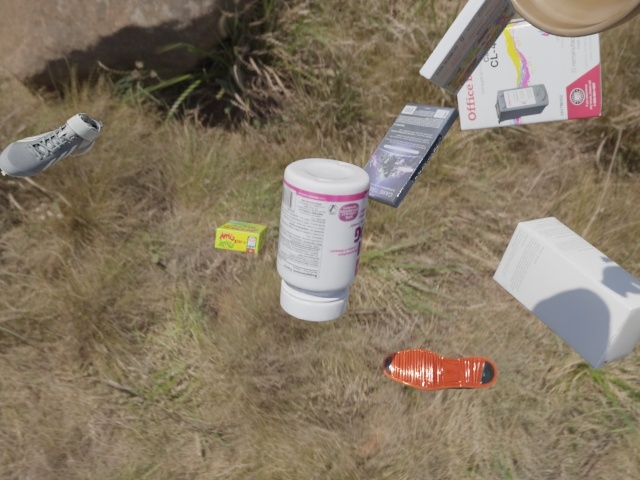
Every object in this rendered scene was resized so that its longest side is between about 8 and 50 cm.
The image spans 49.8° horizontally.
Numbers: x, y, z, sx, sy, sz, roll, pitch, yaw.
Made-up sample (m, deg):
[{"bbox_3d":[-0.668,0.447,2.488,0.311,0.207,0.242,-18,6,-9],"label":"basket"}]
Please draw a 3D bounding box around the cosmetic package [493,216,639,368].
[{"bbox_3d":[0.637,0.122,1.741,0.155,0.197,0.365,-9,41,-35],"label":"cosmetic package"}]

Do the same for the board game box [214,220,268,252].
[{"bbox_3d":[-0.173,-0.010,1.543,0.092,0.181,0.043,8,97,0],"label":"board game box"}]

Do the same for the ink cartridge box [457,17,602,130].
[{"bbox_3d":[0.460,-0.379,1.542,0.306,0.131,0.226,-4,111,19],"label":"ink cartridge box"}]

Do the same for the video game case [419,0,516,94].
[{"bbox_3d":[0.122,-0.162,0.557,0.011,0.122,0.087,39,107,13],"label":"video game case"}]

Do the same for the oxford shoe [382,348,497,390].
[{"bbox_3d":[0.284,0.325,1.677,0.271,0.098,0.097,7,70,2],"label":"oxford shoe"}]

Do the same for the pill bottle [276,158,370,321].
[{"bbox_3d":[0.000,0.000,1.316,0.160,0.160,0.283,10,114,8],"label":"pill bottle"}]

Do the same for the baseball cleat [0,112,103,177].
[{"bbox_3d":[-0.474,-0.179,1.227,0.072,0.109,0.206,50,35,-4],"label":"baseball cleat"}]

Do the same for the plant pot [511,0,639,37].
[{"bbox_3d":[0.294,-0.340,0.718,0.110,0.237,0.237,-19,67,-26],"label":"plant pot"}]

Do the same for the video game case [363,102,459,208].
[{"bbox_3d":[0.201,-0.214,1.690,0.274,0.026,0.196,-57,32,-4],"label":"video game case"}]
